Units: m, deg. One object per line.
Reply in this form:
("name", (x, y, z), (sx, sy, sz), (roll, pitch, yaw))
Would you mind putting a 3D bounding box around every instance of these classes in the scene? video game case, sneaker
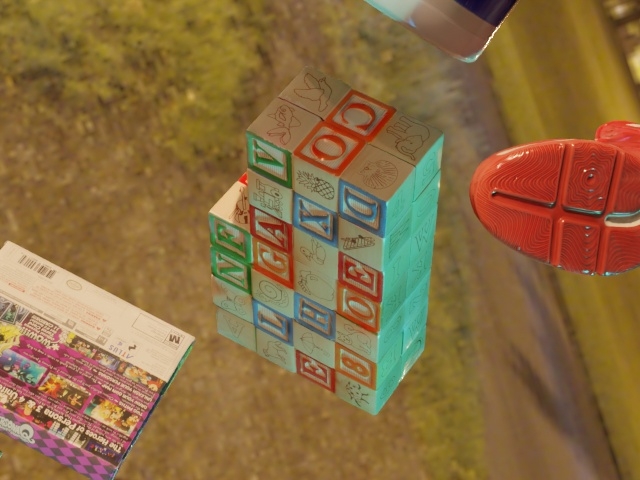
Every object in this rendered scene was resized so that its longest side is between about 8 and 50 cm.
("video game case", (-0.271, 0.121, 1.570), (0.232, 0.042, 0.210), (27, 40, 1))
("sneaker", (0.177, -0.033, 1.001), (0.128, 0.221, 0.087), (-147, -115, -64))

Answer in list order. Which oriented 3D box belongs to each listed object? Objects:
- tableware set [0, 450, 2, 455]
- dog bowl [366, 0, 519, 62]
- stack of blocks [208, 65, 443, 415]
("tableware set", (-0.435, 0.235, 1.628), (0.169, 0.141, 0.020), (44, 12, -21))
("dog bowl", (0.023, -0.233, 0.991), (0.265, 0.104, 0.265), (35, 12, -9))
("stack of blocks", (0.000, 0.000, 1.275), (0.087, 0.171, 0.297), (-51, 157, -32))
